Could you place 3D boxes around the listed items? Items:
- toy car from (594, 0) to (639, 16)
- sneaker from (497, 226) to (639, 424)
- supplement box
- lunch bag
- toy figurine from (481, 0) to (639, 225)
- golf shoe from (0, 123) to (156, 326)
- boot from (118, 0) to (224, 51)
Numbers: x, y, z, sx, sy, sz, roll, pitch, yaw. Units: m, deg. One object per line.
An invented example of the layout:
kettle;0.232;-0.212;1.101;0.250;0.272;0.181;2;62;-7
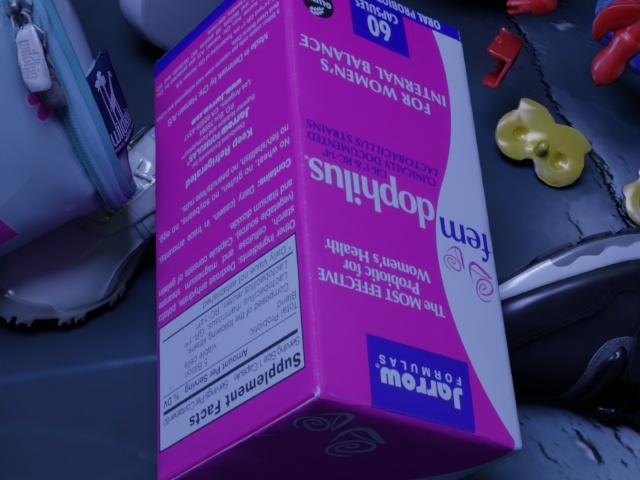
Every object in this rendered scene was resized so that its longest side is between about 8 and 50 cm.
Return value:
toy car;0.210;-0.191;1.055;0.040;0.060;0.122;-51;47;-6
sneaker;0.198;0.063;0.679;0.283;0.107;0.124;-8;67;-16
supplement box;0.000;0.000;0.590;0.111;0.114;0.220;18;54;-35
lunch bag;-0.178;-0.134;0.601;0.107;0.224;0.279;-22;39;-9
toy figurine;0.306;-0.110;0.873;0.362;0.191;0.217;26;34;6
golf shoe;-0.100;-0.024;0.664;0.069;0.086;0.176;37;43;18
boot;-0.076;-0.200;0.895;0.123;0.095;0.258;30;30;22
